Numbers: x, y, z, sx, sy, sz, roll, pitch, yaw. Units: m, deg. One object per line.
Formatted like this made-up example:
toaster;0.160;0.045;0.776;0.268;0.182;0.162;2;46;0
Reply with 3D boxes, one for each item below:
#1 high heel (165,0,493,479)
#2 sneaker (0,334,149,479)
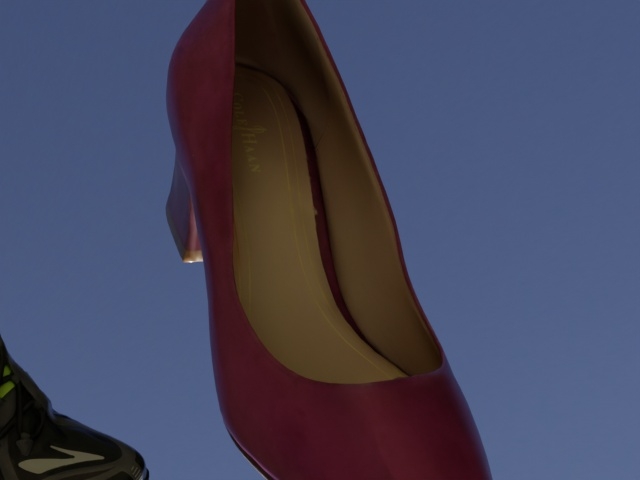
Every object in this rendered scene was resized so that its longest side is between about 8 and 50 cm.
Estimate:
high heel;0.000;0.000;0.938;0.127;0.377;0.181;-7;-52;-29
sneaker;-0.168;0.077;0.836;0.188;0.067;0.078;30;-59;0
